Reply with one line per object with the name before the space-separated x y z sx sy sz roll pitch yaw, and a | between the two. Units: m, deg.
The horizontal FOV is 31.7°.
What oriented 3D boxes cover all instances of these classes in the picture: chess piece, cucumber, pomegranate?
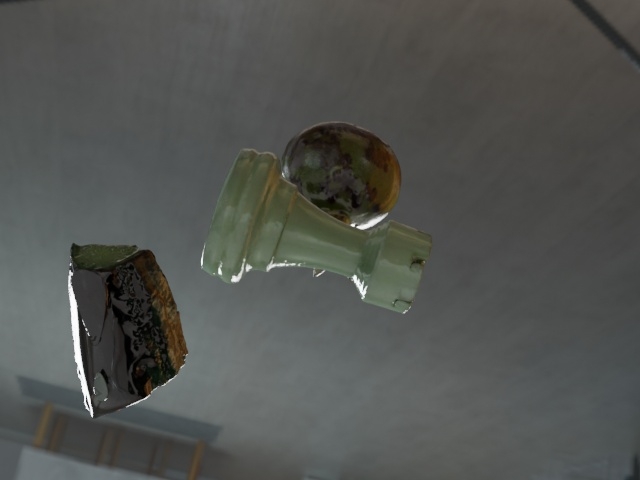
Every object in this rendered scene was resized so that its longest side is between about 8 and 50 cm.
chess piece | 0.000 0.000 0.546 0.103 0.067 0.067 18 158 1
cucumber | -0.199 0.096 1.098 0.115 0.086 0.192 7 118 18
pomegranate | 0.012 -0.056 1.299 0.149 0.169 0.148 27 157 13
